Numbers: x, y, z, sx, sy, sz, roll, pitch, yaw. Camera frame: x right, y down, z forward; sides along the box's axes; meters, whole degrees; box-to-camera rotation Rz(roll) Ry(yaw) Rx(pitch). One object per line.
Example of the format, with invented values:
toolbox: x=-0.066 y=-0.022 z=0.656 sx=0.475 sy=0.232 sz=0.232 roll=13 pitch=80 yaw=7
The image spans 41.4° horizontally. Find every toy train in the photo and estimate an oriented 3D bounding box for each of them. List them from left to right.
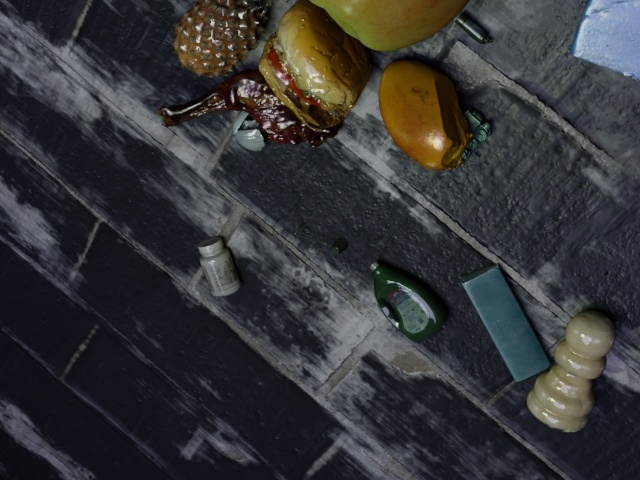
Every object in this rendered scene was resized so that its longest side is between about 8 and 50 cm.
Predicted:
toy train: x=0.288 y=-0.204 z=1.746 sx=0.071 sy=0.038 sz=0.148 roll=44 pitch=127 yaw=3

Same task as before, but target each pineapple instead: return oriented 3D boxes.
pineapple: x=-0.161 y=-0.486 z=1.743 sx=0.175 sy=0.175 sz=0.361 roll=48 pitch=127 yaw=-3

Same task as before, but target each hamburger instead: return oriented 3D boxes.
hamburger: x=-0.003 y=-0.353 z=1.701 sx=0.163 sy=0.244 sz=0.244 roll=-38 pitch=95 yaw=33

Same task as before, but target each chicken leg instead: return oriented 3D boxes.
chicken leg: x=-0.151 y=-0.295 z=1.857 sx=0.407 sy=0.096 sz=0.158 roll=5 pitch=96 yaw=4

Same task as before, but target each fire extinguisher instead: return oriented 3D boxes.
fire extinguisher: x=0.298 y=-0.405 z=1.642 sx=0.083 sy=0.025 sz=0.038 roll=40 pitch=164 yaw=3

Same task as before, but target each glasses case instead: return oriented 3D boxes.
glasses case: x=0.407 y=0.187 z=1.883 sx=0.105 sy=0.056 sz=0.266 roll=-22 pitch=104 yaw=35

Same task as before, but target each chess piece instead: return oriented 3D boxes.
chess piece: x=0.548 y=0.270 z=1.811 sx=0.143 sy=0.143 sz=0.261 roll=23 pitch=120 yaw=15

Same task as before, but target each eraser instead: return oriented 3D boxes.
eraser: x=0.613 y=-0.347 z=1.500 sx=0.312 sy=0.042 sz=0.144 roll=24 pitch=124 yaw=14

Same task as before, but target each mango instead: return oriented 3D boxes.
mango: x=0.202 y=-0.257 z=1.693 sx=0.154 sy=0.126 sz=0.252 roll=-40 pitch=73 yaw=30

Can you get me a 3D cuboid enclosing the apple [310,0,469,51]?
apple: x=0.108 y=-0.503 z=1.488 sx=0.338 sy=0.338 sz=0.305 roll=44 pitch=113 yaw=0

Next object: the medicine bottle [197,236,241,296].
medicine bottle: x=-0.259 y=0.066 z=2.143 sx=0.079 sy=0.079 sz=0.140 roll=-6 pitch=113 yaw=30

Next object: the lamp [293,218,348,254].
lamp: x=0.001 y=0.001 z=1.991 sx=0.121 sy=0.054 sz=0.041 roll=26 pitch=124 yaw=12

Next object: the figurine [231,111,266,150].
figurine: x=-0.158 y=-0.249 z=1.936 sx=0.086 sy=0.082 sz=0.094 roll=30 pitch=151 yaw=-9

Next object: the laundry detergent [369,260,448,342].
laundry detergent: x=0.186 y=0.136 z=1.965 sx=0.211 sy=0.063 sz=0.137 roll=45 pitch=133 yaw=-1
